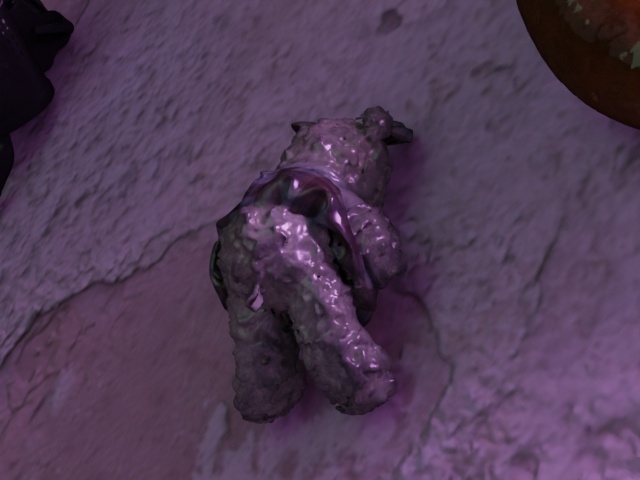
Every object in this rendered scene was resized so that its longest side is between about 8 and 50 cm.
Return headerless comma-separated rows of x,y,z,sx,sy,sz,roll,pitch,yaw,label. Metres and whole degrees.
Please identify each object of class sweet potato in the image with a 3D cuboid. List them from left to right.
0.171,-0.118,0.903,0.108,0.079,0.346,-40,40,-1,sweet potato

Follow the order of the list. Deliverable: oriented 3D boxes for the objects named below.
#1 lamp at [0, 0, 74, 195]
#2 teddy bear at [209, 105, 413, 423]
-0.287,-0.169,1.370,0.147,0.227,0.172,-1,37,43,lamp
-0.013,-0.004,0.989,0.133,0.111,0.213,-15,53,37,teddy bear
